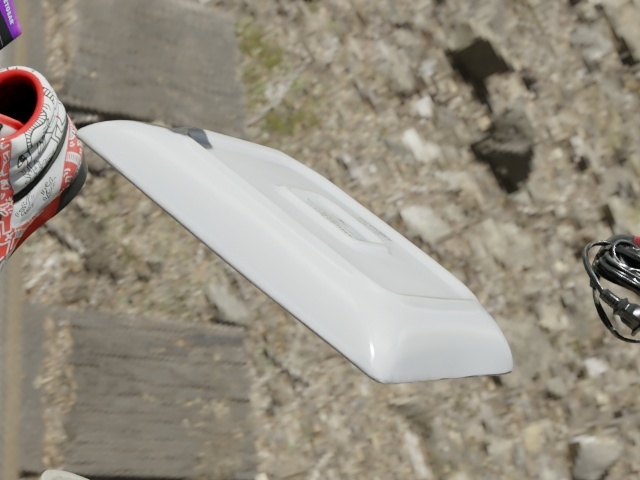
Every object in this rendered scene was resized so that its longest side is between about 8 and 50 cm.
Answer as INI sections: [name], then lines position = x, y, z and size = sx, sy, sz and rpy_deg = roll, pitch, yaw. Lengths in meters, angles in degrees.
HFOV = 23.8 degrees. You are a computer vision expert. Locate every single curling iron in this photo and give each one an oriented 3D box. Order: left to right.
[curling iron]
position = 0.285, 0.038, 0.875
size = 0.274, 0.035, 0.068
rpy_deg = 7, 64, -1

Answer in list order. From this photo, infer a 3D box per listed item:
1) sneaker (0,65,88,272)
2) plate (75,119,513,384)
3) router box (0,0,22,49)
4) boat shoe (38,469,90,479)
[sneaker]
position = -0.288, -0.015, 1.191
size = 0.090, 0.145, 0.270
rpy_deg = 26, 64, 18
[plate]
position = 0.000, 0.000, 1.071
size = 0.277, 0.045, 0.278
rpy_deg = 37, 11, 22
[router box]
position = -0.294, -0.133, 0.926
size = 0.133, 0.179, 0.046
rpy_deg = -47, 146, -35
[boat shoe]
position = -0.075, 0.175, 0.600
size = 0.075, 0.065, 0.206
rpy_deg = 28, 11, -42
